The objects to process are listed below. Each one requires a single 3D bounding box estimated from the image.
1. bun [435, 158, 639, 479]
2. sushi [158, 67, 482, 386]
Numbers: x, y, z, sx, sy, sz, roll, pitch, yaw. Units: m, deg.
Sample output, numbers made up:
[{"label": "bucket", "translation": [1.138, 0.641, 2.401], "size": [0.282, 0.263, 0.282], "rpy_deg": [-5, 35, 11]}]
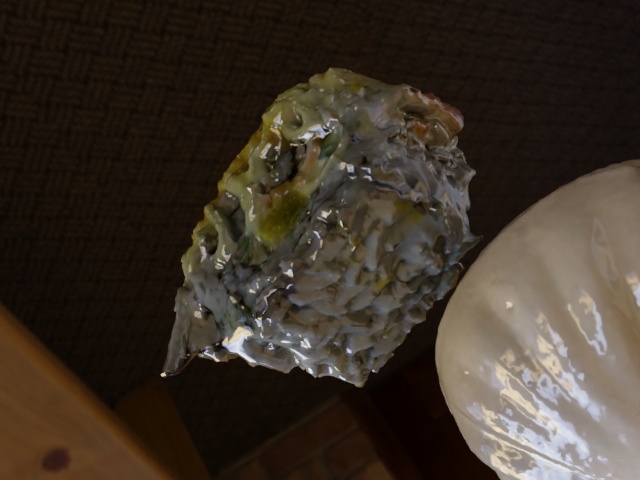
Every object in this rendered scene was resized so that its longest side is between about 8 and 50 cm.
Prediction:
[{"label": "bun", "translation": [0.216, 0.093, 0.711], "size": [0.263, 0.175, 0.263], "rpy_deg": [-7, 124, -10]}, {"label": "sushi", "translation": [0.000, 0.000, 0.865], "size": [0.139, 0.184, 0.274], "rpy_deg": [23, 114, -32]}]
